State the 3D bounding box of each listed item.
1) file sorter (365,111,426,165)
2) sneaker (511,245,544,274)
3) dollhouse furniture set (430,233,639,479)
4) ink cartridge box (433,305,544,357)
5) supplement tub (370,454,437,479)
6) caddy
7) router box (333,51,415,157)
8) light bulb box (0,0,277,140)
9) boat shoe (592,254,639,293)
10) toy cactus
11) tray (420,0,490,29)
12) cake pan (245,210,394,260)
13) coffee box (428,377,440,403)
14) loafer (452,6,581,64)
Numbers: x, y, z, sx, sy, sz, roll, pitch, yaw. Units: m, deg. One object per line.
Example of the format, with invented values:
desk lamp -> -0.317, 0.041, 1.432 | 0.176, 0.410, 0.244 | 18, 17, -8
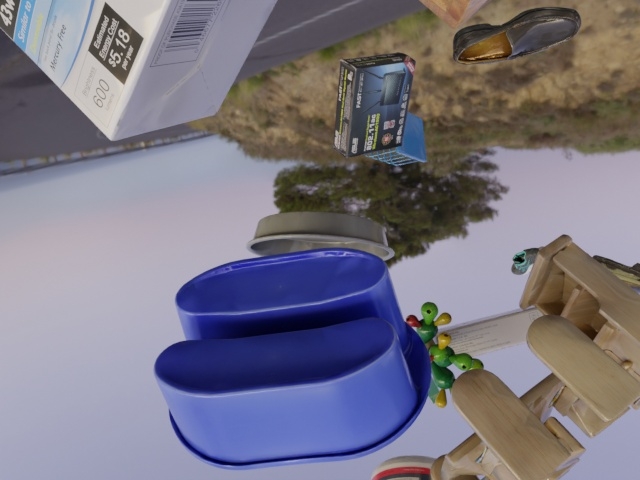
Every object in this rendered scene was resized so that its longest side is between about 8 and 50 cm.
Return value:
file sorter -> 0.192, -0.265, 1.437 | 0.105, 0.118, 0.170 | -9, 174, 32
sneaker -> 0.610, 0.060, 1.664 | 0.076, 0.064, 0.166 | 1, 155, -10
dollhouse furniture set -> 0.323, 0.211, 0.855 | 0.394, 0.362, 0.256 | -31, -125, -16
ink cartridge box -> 0.348, 0.191, 1.142 | 0.297, 0.066, 0.261 | -12, 170, -8
supplement tub -> 0.180, 0.560, 1.010 | 0.191, 0.191, 0.272 | -10, -140, 20
caddy -> -0.036, 0.150, 0.691 | 0.342, 0.179, 0.241 | -8, -143, 7
router box -> 0.068, -0.175, 0.711 | 0.092, 0.122, 0.038 | -16, -140, -26
light bulb box -> -0.251, -0.394, 0.713 | 0.358, 0.361, 0.225 | -51, 171, 35
boat shoe -> 0.800, 0.090, 1.401 | 0.224, 0.073, 0.080 | 15, 169, 16
toy cactus -> 0.196, 0.206, 0.961 | 0.112, 0.218, 0.181 | -38, -163, -18
tray -> 0.182, -0.374, 0.491 | 0.411, 0.203, 0.076 | -42, 171, -19
cake pan -> 0.000, 0.000, 1.096 | 0.294, 0.054, 0.293 | 3, 168, 1
coffee box -> 0.305, 0.394, 1.672 | 0.041, 0.184, 0.113 | -30, -167, 3
loafer -> 0.268, -0.273, 0.760 | 0.170, 0.062, 0.061 | -7, -140, 27
